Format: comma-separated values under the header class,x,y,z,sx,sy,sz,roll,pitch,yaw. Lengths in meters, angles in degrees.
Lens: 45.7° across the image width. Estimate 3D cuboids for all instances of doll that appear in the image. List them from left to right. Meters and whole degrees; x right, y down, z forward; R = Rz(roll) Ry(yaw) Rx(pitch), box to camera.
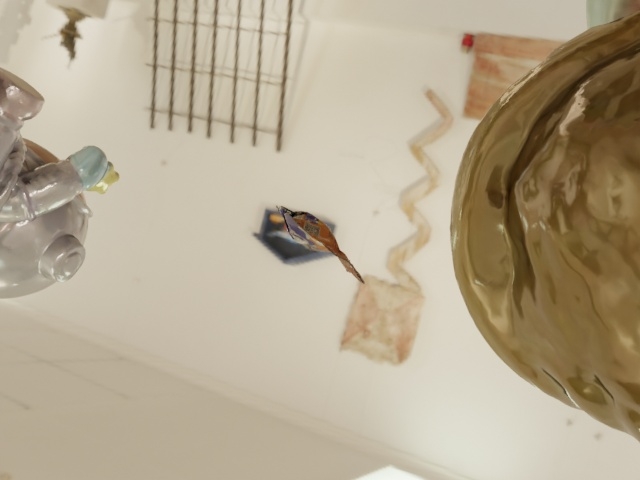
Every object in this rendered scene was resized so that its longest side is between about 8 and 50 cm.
class,x,y,z,sx,sy,sz,roll,pitch,yaw
doll,-0.205,-0.039,0.396,0.151,0.150,0.287,15,164,10

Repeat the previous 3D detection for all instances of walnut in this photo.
class,x,y,z,sx,sy,sz,roll,pitch,yaw
walnut,0.224,-0.010,0.475,0.285,0.285,0.296,15,-157,2

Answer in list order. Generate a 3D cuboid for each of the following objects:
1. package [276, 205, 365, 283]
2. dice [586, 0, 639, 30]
class,x,y,z,sx,sy,sz,roll,pitch,yaw
package,0.001,-0.001,0.786,0.111,0.033,0.077,36,171,-21
dice,0.428,-0.238,0.684,0.265,0.262,0.268,0,-164,-32
